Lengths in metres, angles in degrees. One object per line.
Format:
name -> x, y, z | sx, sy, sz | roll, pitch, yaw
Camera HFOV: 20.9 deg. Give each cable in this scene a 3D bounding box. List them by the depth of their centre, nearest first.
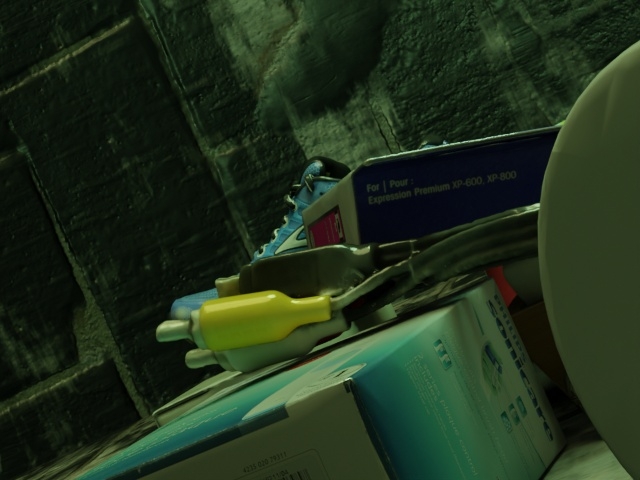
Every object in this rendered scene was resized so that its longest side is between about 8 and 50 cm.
cable -> 0.047, 0.035, 1.070 | 0.287, 0.072, 0.139 | -10, -11, 29

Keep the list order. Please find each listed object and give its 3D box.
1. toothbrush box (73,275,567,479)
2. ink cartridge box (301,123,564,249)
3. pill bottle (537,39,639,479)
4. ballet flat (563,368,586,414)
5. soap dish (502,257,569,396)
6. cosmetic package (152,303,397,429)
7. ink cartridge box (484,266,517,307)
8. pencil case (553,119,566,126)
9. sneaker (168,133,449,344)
toothbrush box -> -0.001, 0.138, 1.024 | 0.216, 0.126, 0.295 | -24, -1, 23
ink cartridge box -> 0.093, -0.025, 1.233 | 0.175, 0.069, 0.371 | -10, -5, -7
pill bottle -> 0.274, -0.040, 0.616 | 0.392, 0.224, 0.224 | -25, 0, -37
ballet flat -> 0.265, 0.036, 1.106 | 0.250, 0.084, 0.058 | -29, -8, -7
soap dish -> 0.262, 0.018, 1.311 | 0.229, 0.118, 0.291 | -25, 1, 14
cosmetic package -> -0.019, 0.149, 1.638 | 0.160, 0.113, 0.309 | -24, 1, 18
ink cartridge box -> 0.308, -0.004, 1.647 | 0.273, 0.114, 0.197 | -25, 0, 17
pencil case -> 0.291, -0.081, 1.484 | 0.284, 0.124, 0.124 | -26, 0, 14
sneaker -> 0.000, 0.000, 1.653 | 0.330, 0.147, 0.130 | -26, 0, 9
